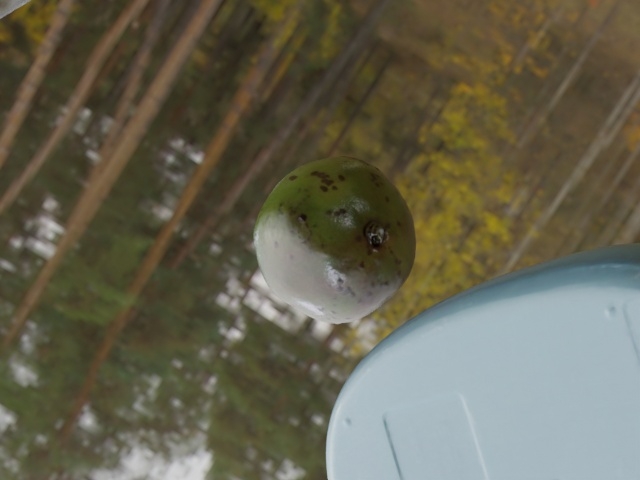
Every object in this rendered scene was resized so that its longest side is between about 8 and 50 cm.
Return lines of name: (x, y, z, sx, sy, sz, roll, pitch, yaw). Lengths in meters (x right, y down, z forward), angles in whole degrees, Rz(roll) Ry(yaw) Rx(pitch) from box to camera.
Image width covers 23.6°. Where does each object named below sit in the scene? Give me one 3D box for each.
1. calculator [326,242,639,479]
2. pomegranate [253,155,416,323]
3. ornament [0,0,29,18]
calculator: (0.130, 0.103, 0.755, 0.042, 0.302, 0.188, -9, -99, -54)
pomegranate: (0.000, 0.000, 1.054, 0.114, 0.114, 0.142, 30, 164, -25)
ornament: (-0.204, -0.265, 0.714, 0.239, 0.240, 0.239, 24, -147, 8)
